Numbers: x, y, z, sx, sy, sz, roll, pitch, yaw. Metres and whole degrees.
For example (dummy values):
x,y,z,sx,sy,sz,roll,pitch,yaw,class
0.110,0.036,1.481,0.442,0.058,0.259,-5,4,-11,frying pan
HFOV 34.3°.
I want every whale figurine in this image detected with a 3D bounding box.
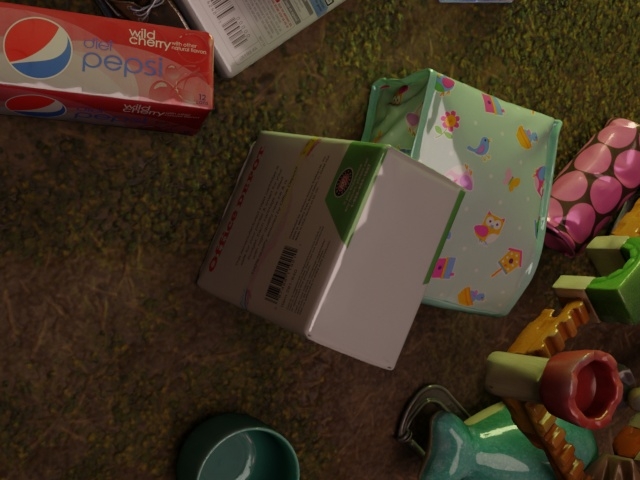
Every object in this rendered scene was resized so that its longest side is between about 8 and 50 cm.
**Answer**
x,y,z,sx,sy,sz,roll,pitch,yaw,class
0.252,0.286,1.345,0.272,0.141,0.216,14,90,-38,whale figurine

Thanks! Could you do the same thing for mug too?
x,y,z,sx,sy,sz,roll,pitch,yaw,class
-0.106,0.279,1.203,0.129,0.097,0.158,25,86,-27,mug

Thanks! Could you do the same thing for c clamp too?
x,y,z,sx,sy,sz,roll,pitch,yaw,class
0.153,0.275,1.374,0.137,0.022,0.161,-42,113,-15,c clamp

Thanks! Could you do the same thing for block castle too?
x,y,z,sx,sy,sz,roll,pitch,yaw,class
0.443,0.136,1.263,0.453,0.213,0.303,-42,113,-27,block castle

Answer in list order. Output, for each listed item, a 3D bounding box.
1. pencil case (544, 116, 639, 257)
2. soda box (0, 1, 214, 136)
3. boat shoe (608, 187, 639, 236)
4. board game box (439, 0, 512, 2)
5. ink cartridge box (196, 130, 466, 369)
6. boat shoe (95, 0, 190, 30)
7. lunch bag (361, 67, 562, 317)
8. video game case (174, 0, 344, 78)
x,y,z,sx,sy,sz,roll,pitch,yaw,class
0.370,-0.068,1.398,0.209,0.095,0.098,-45,109,-12,pencil case
-0.243,-0.173,1.050,0.263,0.083,0.092,4,74,-18,soda box
0.475,-0.053,1.450,0.084,0.095,0.258,30,82,-31,boat shoe
0.205,-0.369,1.307,0.168,0.033,0.133,-6,100,-26,board game box
0.000,0.000,1.119,0.117,0.278,0.201,25,86,-30,ink cartridge box
-0.201,-0.258,1.100,0.183,0.066,0.066,41,78,-25,boat shoe
0.153,-0.046,1.257,0.223,0.160,0.262,15,85,-28,lunch bag
-0.074,-0.400,1.164,0.300,0.036,0.329,-38,111,-17,video game case
